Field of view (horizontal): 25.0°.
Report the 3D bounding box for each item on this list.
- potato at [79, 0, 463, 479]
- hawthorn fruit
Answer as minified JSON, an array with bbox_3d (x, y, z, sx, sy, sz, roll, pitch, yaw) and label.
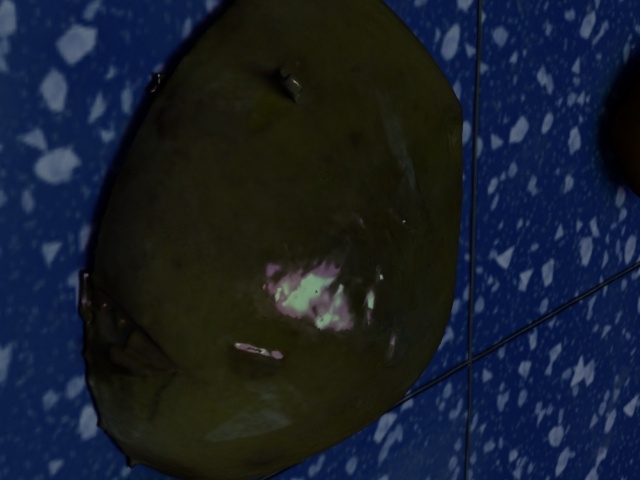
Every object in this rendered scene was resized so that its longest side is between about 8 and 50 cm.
[{"bbox_3d":[0.000,0.000,0.771,0.239,0.116,0.299,37,73,-46],"label":"potato"},{"bbox_3d":[0.281,-0.082,1.073,0.125,0.140,0.125,1,86,-21],"label":"hawthorn fruit"}]
